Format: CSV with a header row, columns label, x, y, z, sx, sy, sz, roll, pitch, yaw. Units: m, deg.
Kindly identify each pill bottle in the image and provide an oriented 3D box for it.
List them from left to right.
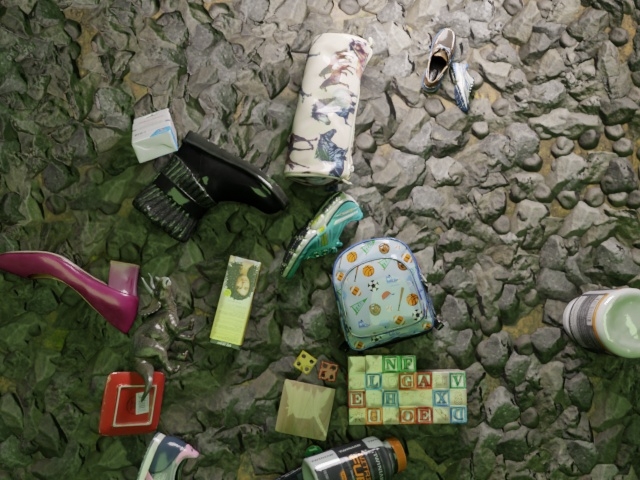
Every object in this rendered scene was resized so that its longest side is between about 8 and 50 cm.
label,x,y,z,sx,sy,sz,roll,pitch,yaw
pill bottle,0.088,0.564,1.759,0.245,0.130,0.131,-14,85,-20
pill bottle,0.704,0.199,1.738,0.162,0.278,0.162,0,85,0

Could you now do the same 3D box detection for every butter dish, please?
label,x,y,z,sx,sy,sz,roll,pitch,yaw
butter dish,-0.492,0.400,1.796,0.159,0.118,0.160,8,90,-39

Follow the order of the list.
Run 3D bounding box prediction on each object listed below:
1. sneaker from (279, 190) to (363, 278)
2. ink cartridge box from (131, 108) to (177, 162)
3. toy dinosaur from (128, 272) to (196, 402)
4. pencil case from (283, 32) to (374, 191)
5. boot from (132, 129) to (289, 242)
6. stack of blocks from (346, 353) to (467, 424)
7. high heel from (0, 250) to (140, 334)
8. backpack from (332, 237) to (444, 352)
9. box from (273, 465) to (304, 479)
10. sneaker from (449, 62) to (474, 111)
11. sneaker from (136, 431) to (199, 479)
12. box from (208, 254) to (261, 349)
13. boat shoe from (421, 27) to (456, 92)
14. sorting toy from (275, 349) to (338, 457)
label,x,y,z,sx,sy,sz,roll,pitch,yaw
sneaker,0.000,0.000,1.842,0.110,0.107,0.275,42,91,-14
ink cartridge box,-0.431,-0.276,1.851,0.104,0.180,0.060,-19,121,-2
toy dinosaur,-0.412,0.255,1.795,0.160,0.121,0.314,15,69,4
pencil case,0.028,-0.338,1.840,0.183,0.160,0.411,11,85,1
boot,-0.280,-0.096,1.827,0.348,0.131,0.260,30,78,13
stack of blocks,0.216,0.376,1.813,0.297,0.087,0.171,0,84,0
high heel,-0.653,0.129,1.808,0.377,0.127,0.181,7,81,0
backpack,0.147,0.127,1.785,0.276,0.213,0.264,-16,75,1
box,-0.066,0.699,1.774,0.175,0.051,0.220,-21,85,-22
sneaker,0.390,-0.415,1.906,0.058,0.052,0.135,-11,86,-7
sneaker,-0.401,0.651,1.771,0.131,0.112,0.319,16,86,4
box,-0.220,0.161,1.844,0.087,0.058,0.232,12,85,1
boat shoe,0.324,-0.489,1.903,0.066,0.066,0.183,17,85,1
sorting toy,-0.037,0.423,1.827,0.132,0.046,0.275,11,85,0
